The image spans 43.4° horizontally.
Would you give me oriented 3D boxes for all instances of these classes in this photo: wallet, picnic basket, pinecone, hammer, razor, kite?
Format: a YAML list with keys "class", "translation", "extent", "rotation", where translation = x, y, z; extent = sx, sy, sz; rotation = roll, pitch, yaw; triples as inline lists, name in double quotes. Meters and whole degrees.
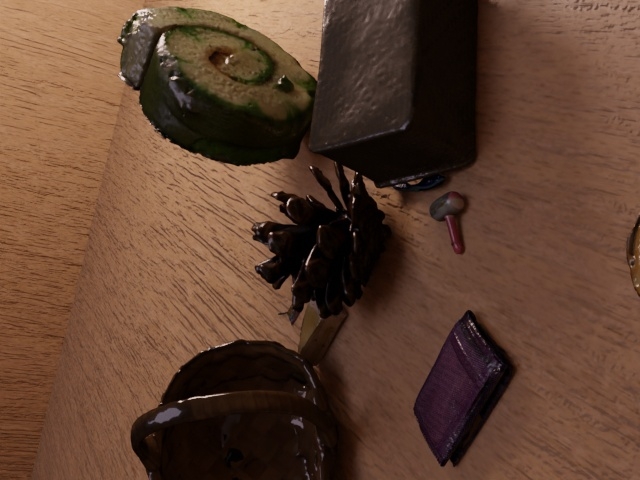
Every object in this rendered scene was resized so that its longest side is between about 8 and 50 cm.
- class: "wallet"
  translation: [0.167, 0.181, 0.989]
  extent: [0.166, 0.030, 0.111]
  rotation: [-66, 31, 24]
- class: "picnic basket"
  translation: [-0.122, 0.287, 1.163]
  extent: [0.337, 0.292, 0.337]
  rotation: [-9, -90, -88]
- class: "pinecone"
  translation: [-0.003, 0.000, 1.196]
  extent: [0.201, 0.202, 0.229]
  rotation: [-10, 69, 29]
- class: "hammer"
  translation: [0.173, -0.021, 1.062]
  extent: [0.052, 0.031, 0.083]
  rotation: [-40, 57, 54]
- class: "razor"
  translation: [0.132, -0.085, 1.161]
  extent: [0.154, 0.044, 0.028]
  rotation: [13, 121, 59]
- class: "kite"
  translation: [-0.057, 0.136, 1.451]
  extent: [0.078, 0.002, 0.044]
  rotation: [-43, 44, 46]

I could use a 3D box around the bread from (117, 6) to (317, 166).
- class: "bread"
  translation: [-0.187, -0.291, 1.454]
  extent: [0.366, 0.381, 0.129]
  rotation: [-73, 8, -57]

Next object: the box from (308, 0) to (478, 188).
- class: "box"
  translation: [0.101, -0.231, 1.103]
  extent: [0.184, 0.143, 0.274]
  rotation: [-11, 68, 44]

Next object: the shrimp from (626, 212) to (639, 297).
- class: "shrimp"
  translation: [0.347, -0.017, 0.734]
  extent: [0.178, 0.034, 0.124]
  rotation: [122, 152, -42]

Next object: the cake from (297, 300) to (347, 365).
- class: "cake"
  translation: [-0.003, 0.152, 1.295]
  extent: [0.065, 0.052, 0.121]
  rotation: [31, 108, 56]
